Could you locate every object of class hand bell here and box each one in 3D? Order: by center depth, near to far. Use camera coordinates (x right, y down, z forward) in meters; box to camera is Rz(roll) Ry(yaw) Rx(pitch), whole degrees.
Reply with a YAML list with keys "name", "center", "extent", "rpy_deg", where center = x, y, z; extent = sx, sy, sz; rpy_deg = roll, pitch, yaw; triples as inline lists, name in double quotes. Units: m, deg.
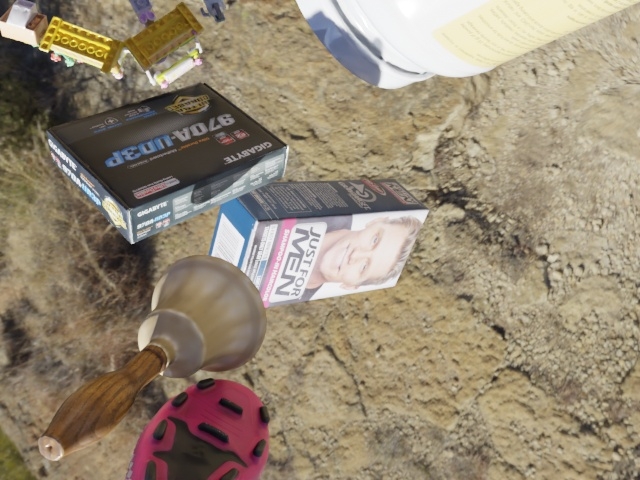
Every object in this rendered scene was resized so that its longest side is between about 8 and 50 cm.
- name: "hand bell"
  center: [-0.146, 0.105, 0.508]
  extent: [0.126, 0.242, 0.126]
  rpy_deg: [4, 106, 15]

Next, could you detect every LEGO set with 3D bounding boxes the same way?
- name: "LEGO set"
  center: [-0.262, -0.264, 0.820]
  extent: [0.287, 0.107, 0.132]
  rpy_deg: [-15, 84, -5]

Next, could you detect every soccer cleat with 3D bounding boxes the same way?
- name: "soccer cleat"
  center: [-0.132, 0.252, 0.511]
  extent: [0.116, 0.331, 0.143]
  rpy_deg: [26, 115, -4]

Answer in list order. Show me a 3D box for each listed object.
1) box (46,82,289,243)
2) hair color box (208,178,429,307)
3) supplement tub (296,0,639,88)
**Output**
- name: "box"
  center: [-0.177, -0.103, 0.725]
  extent: [0.175, 0.220, 0.051]
  rpy_deg: [40, 140, 28]
- name: "hair color box"
  center: [0.000, 0.000, 0.999]
  extent: [0.105, 0.347, 0.174]
  rpy_deg: [47, 130, 38]
- name: "supplement tub"
  center: [0.152, -0.272, 0.461]
  extent: [0.331, 0.241, 0.241]
  rpy_deg: [-16, 95, 44]
